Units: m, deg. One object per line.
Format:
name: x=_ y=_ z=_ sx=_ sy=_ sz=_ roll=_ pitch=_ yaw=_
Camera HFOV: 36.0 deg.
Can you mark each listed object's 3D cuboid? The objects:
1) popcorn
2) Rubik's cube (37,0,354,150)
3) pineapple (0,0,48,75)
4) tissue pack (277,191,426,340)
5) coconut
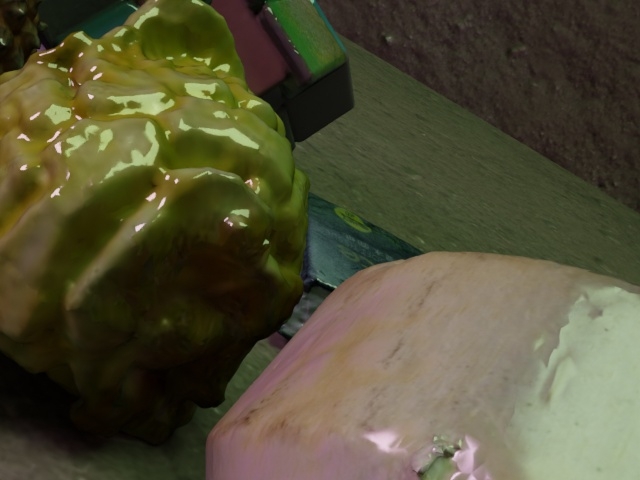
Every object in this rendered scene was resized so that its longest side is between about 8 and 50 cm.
popcorn: x=-0.123 y=-0.004 z=0.703 sx=0.293 sy=0.293 sz=0.237 roll=10 pitch=22 yaw=-47
Rubik's cube: x=-0.149 y=-0.226 z=1.071 sx=0.387 sy=0.358 sz=0.368 roll=49 pitch=-11 yaw=26
pineapple: x=-0.319 y=-0.150 z=0.824 sx=0.166 sy=0.193 sz=0.166 roll=19 pitch=12 yaw=-4
tissue pack: x=0.044 y=0.055 z=1.040 sx=0.185 sy=0.081 sz=0.257 roll=27 pitch=19 yaw=-13
coconut: x=0.106 y=0.152 z=0.572 sx=0.352 sy=0.353 sz=0.353 roll=28 pitch=20 yaw=-11
